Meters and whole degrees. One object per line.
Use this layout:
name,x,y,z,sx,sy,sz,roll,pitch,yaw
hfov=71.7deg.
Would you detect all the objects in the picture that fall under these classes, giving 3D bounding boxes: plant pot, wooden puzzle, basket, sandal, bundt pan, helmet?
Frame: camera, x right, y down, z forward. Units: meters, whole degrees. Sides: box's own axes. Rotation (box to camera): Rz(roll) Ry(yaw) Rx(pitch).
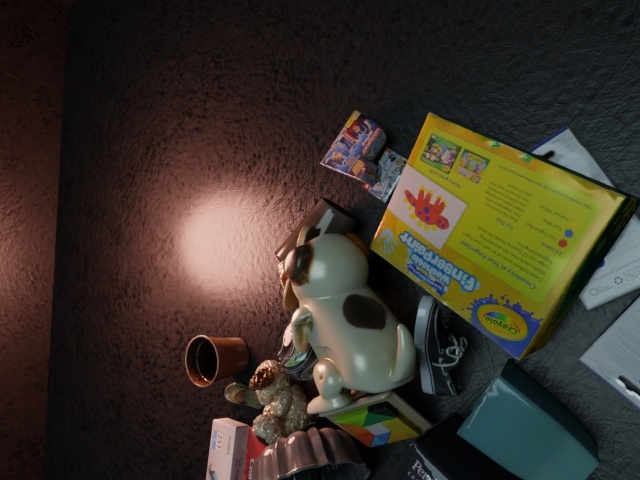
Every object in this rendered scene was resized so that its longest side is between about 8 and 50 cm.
plant pot,-0.345,0.402,1.520,0.166,0.165,0.167,-3,84,35
wooden puzzle,0.149,0.467,1.129,0.220,0.238,0.044,-29,35,29
plant pot,0.454,0.411,0.956,0.234,0.165,0.166,36,106,26
basket,0.000,0.000,1.330,0.204,0.154,0.227,39,104,24
sandal,-0.269,0.537,1.523,0.180,0.049,0.072,4,87,36
bundt pan,-0.036,0.620,1.205,0.331,0.330,0.124,-46,39,23
sandal,-0.080,0.070,1.247,0.079,0.088,0.240,15,88,33
helmet,-0.038,0.333,1.312,0.169,0.169,0.162,4,71,36

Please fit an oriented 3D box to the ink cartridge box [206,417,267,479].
ink cartridge box,-0.274,0.764,1.454,0.261,0.066,0.297,-7,74,43

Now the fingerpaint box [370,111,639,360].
fingerpaint box,0.375,-0.028,1.000,0.444,0.163,0.371,39,117,38

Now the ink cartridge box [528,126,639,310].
ink cartridge box,0.571,-0.051,0.977,0.175,0.069,0.371,-36,69,28

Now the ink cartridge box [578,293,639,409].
ink cartridge box,0.672,0.235,0.877,0.206,0.045,0.208,45,124,31

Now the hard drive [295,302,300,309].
hard drive,-0.034,0.189,1.338,0.094,0.135,0.022,34,105,33

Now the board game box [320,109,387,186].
board game box,0.116,-0.254,1.303,0.194,0.060,0.194,-54,48,16

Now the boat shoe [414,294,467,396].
boat shoe,0.289,0.261,1.052,0.104,0.113,0.307,5,121,28

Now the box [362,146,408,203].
box,0.194,-0.188,1.281,0.094,0.027,0.137,41,108,30

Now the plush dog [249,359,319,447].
plush dog,-0.120,0.470,1.346,0.210,0.262,0.226,-29,76,-6

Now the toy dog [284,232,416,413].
toy dog,0.048,0.184,1.106,0.395,0.284,0.408,116,134,-66

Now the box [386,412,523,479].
box,0.314,0.741,0.944,0.479,0.297,0.472,37,104,32
